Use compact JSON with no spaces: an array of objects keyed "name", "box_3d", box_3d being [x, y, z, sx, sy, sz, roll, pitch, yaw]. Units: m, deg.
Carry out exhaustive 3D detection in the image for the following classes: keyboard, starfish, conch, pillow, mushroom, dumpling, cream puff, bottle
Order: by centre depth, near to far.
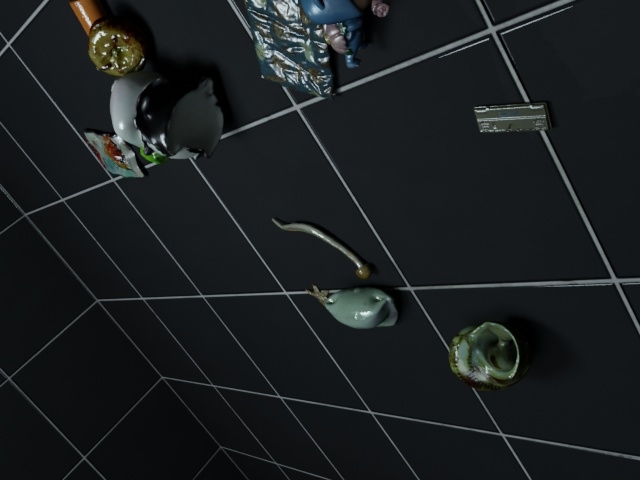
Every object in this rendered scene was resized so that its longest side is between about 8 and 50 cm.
[{"name":"keyboard","box_3d":[0.312,-0.200,1.100,0.129,0.015,0.049,6,127,44]},{"name":"pillow","box_3d":[-0.060,-0.390,1.265,0.189,0.034,0.256,23,143,29]},{"name":"conch","box_3d":[0.367,0.239,1.455,0.181,0.124,0.187,31,123,35]},{"name":"cream puff","box_3d":[-0.470,-0.455,1.570,0.149,0.084,0.149,0,133,0]},{"name":"bottle","box_3d":[-0.526,-0.499,1.616,0.069,0.069,0.187,14,138,38]},{"name":"mushroom","box_3d":[-0.001,0.001,1.657,0.306,0.043,0.068,32,121,21]},{"name":"dumpling","box_3d":[0.117,0.166,1.675,0.216,0.149,0.105,-14,79,46]},{"name":"starfish","box_3d":[-0.001,0.155,1.853,0.086,0.016,0.092,10,138,44]}]

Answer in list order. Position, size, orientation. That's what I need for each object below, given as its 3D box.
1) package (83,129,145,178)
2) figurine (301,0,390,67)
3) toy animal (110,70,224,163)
[{"name":"package","box_3d":[-0.626,-0.257,2.036,0.232,0.040,0.166,13,138,41]},{"name":"figurine","box_3d":[0.051,-0.380,1.108,0.144,0.114,0.178,-10,140,19]},{"name":"toy animal","box_3d":[-0.365,-0.282,1.557,0.266,0.212,0.213,12,136,38]}]
